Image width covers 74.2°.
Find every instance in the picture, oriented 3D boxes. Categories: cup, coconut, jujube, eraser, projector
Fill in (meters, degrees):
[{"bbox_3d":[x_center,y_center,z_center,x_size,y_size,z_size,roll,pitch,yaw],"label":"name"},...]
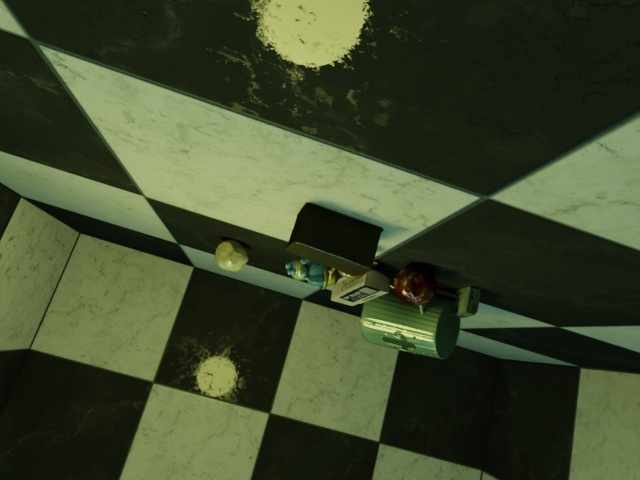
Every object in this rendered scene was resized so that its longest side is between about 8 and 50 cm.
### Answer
[{"bbox_3d":[0.390,0.353,1.941,0.391,0.311,0.400,7,161,41],"label":"cup"},{"bbox_3d":[-0.453,0.081,2.177,0.160,0.161,0.162,10,166,23],"label":"coconut"},{"bbox_3d":[0.375,0.175,1.678,0.167,0.168,0.236,13,180,12],"label":"jujube"},{"bbox_3d":[0.172,0.216,1.869,0.130,0.086,0.287,20,151,-21],"label":"eraser"},{"bbox_3d":[0.618,0.263,1.786,0.061,0.115,0.147,17,166,2],"label":"projector"}]

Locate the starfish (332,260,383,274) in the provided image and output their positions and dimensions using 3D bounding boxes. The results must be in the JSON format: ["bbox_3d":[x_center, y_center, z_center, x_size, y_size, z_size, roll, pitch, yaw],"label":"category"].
[{"bbox_3d":[0.157,0.120,1.848,0.235,0.062,0.277,21,156,-13],"label":"starfish"}]

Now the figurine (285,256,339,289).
[{"bbox_3d":[-0.042,0.149,1.994,0.261,0.154,0.180,7,172,3],"label":"figurine"}]

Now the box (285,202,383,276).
[{"bbox_3d":[0.042,0.003,1.386,0.273,0.143,0.184,20,165,-10],"label":"box"}]

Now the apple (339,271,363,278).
[{"bbox_3d":[0.121,0.074,1.584,0.146,0.131,0.146,21,167,5],"label":"apple"}]

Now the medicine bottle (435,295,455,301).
[{"bbox_3d":[0.612,0.326,2.063,0.119,0.095,0.187,25,163,-39],"label":"medicine bottle"}]
